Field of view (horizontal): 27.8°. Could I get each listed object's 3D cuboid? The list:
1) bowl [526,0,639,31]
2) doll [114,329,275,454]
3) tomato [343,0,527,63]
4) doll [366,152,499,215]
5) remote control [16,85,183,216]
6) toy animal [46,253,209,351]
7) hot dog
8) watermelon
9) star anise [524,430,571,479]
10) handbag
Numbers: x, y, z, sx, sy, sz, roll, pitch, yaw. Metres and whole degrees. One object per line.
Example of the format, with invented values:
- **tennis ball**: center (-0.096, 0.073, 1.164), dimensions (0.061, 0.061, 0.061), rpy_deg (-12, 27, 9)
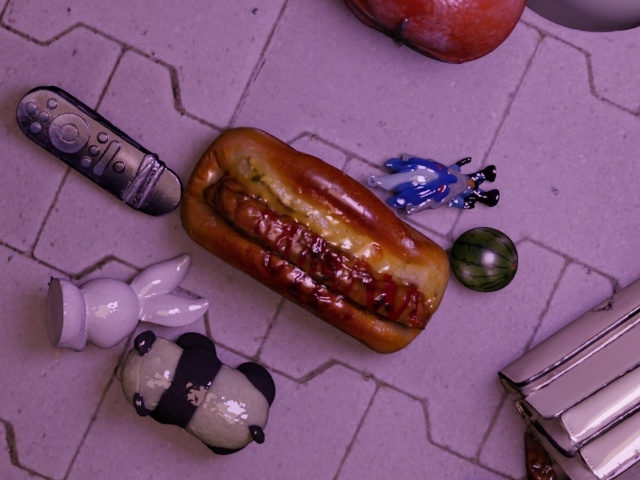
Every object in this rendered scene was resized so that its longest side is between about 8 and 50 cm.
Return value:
- **bowl**: center (0.418, -0.476, 1.809), dimensions (0.353, 0.185, 0.354), rpy_deg (0, 93, -4)
- **doll**: center (-0.176, 0.214, 1.837), dimensions (0.234, 0.135, 0.143), rpy_deg (29, 89, 0)
- **tomato**: center (0.163, -0.374, 1.759), dimensions (0.265, 0.265, 0.265), rpy_deg (0, 93, -3)
- **doll**: center (0.161, -0.081, 1.875), dimensions (0.195, 0.070, 0.096), rpy_deg (1, 70, -11)
- **remote control**: center (-0.313, -0.129, 1.852), dimensions (0.266, 0.066, 0.090), rpy_deg (35, 104, -8)
- **toy animal**: center (-0.282, 0.097, 1.855), dimensions (0.220, 0.131, 0.104), rpy_deg (-5, 59, -28)
- **hot dog**: center (-0.001, 0.002, 1.792), dimensions (0.405, 0.223, 0.185), rpy_deg (31, 88, -5)
- **watermelon**: center (0.233, 0.025, 1.868), dimensions (0.109, 0.109, 0.109), rpy_deg (0, 93, -3)
- **star anise**: center (0.335, 0.415, 1.877), dimensions (0.288, 0.088, 0.288), rpy_deg (2, 68, -4)
- **handbag**: center (0.447, 0.160, 1.817), dimensions (0.358, 0.237, 0.160), rpy_deg (-32, 106, -2)
